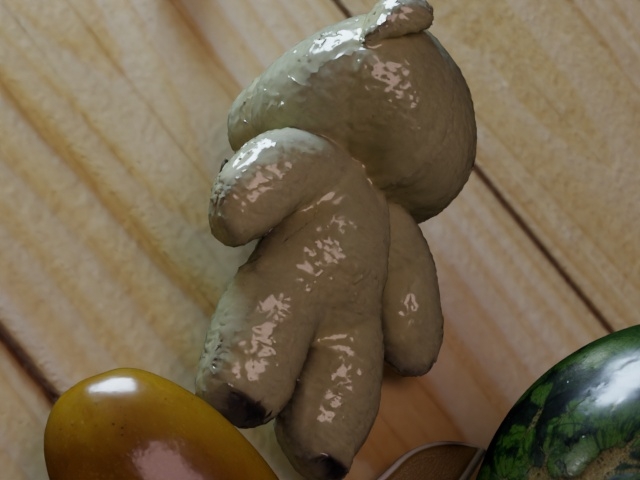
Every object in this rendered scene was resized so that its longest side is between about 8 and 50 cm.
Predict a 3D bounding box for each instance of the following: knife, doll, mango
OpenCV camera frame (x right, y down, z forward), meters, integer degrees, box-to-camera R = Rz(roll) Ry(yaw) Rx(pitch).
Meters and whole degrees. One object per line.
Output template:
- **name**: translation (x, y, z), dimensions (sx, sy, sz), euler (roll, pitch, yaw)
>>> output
- **knife**: translation (0.010, 0.185, 1.105), dimensions (0.046, 0.022, 0.256), euler (41, 52, 16)
- **doll**: translation (-0.003, -0.002, 1.154), dimensions (0.149, 0.175, 0.278), euler (10, 62, 17)
- **mango**: translation (-0.068, 0.143, 1.035), dimensions (0.184, 0.085, 0.102), euler (45, 55, 3)

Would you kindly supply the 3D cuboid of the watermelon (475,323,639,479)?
- **watermelon**: translation (0.210, 0.178, 1.093), dimensions (0.269, 0.269, 0.269), euler (14, 59, -25)
